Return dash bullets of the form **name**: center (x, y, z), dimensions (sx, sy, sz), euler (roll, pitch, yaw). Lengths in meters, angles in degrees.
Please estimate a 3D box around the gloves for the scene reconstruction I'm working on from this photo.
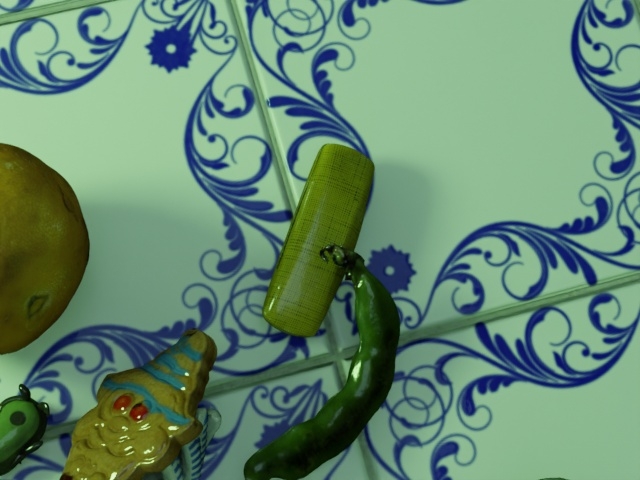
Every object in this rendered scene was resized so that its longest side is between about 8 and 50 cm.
- **gloves**: center (-0.197, 0.265, 1.686), dimensions (0.229, 0.097, 0.119), euler (-42, 55, -4)

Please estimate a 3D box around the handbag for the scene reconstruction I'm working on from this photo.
- **handbag**: center (-0.346, 0.219, 1.704), dimensions (0.072, 0.047, 0.111), euler (36, 72, 5)

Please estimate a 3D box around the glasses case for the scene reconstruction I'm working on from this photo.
- **glasses case**: center (0.000, 0.000, 1.791), dimensions (0.079, 0.064, 0.234), euler (24, 74, -16)

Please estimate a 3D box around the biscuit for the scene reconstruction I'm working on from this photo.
- **biscuit**: center (-0.207, 0.203, 1.664), dimensions (0.280, 0.183, 0.043), euler (-51, 124, -25)

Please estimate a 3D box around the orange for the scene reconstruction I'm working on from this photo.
- **orange**: center (-0.370, 0.007, 1.662), dimensions (0.240, 0.240, 0.240), euler (2, 75, -6)

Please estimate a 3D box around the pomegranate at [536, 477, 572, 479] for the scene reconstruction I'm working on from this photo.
- **pomegranate**: center (0.255, 0.340, 1.718), dimensions (0.138, 0.163, 0.125), euler (-25, 40, -27)

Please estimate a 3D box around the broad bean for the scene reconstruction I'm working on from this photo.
- **broad bean**: center (0.014, 0.157, 1.741), dimensions (0.144, 0.049, 0.292), euler (26, 78, -25)
